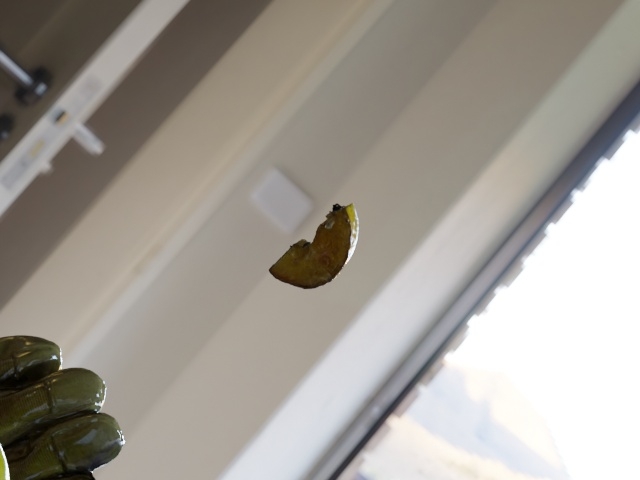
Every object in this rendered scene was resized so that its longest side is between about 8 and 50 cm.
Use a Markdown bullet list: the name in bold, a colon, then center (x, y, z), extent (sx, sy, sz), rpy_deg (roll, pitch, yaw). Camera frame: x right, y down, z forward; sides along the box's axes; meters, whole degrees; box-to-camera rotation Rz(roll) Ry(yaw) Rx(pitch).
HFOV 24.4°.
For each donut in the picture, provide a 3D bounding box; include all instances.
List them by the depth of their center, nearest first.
- **donut**: center (0.000, 0.000, 1.251), extent (0.067, 0.083, 0.038), rpy_deg (21, 21, 23)

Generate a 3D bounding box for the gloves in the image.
- **gloves**: center (-0.286, 0.132, 1.114), extent (0.331, 0.141, 0.154), rpy_deg (25, -53, 37)

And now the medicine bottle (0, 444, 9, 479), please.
- **medicine bottle**: center (-0.270, 0.171, 0.784), extent (0.121, 0.212, 0.122), rpy_deg (15, -52, 19)
